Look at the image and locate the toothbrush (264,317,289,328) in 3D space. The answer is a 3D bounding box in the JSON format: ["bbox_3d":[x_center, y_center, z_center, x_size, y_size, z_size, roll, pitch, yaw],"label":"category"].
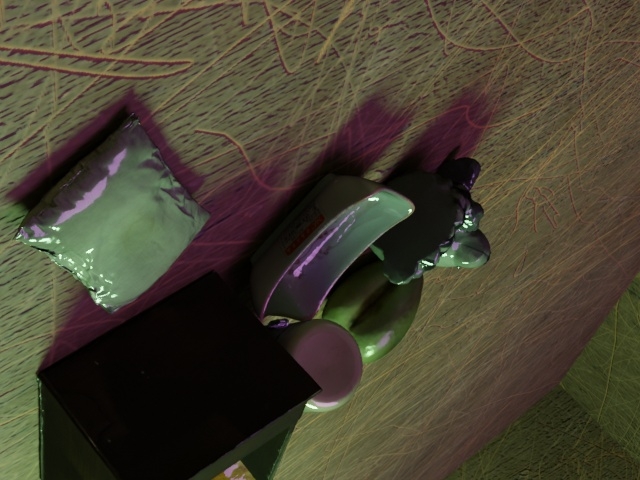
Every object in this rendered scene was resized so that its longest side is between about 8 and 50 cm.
[{"bbox_3d":[-0.095,0.112,1.378,0.014,0.011,0.167,9,163,-39],"label":"toothbrush"}]

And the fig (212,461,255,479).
[{"bbox_3d":[-0.124,0.279,1.628,0.257,0.159,0.159,-51,171,-46],"label":"fig"}]

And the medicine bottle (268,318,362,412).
[{"bbox_3d":[-0.052,0.166,1.441,0.114,0.114,0.252,-32,-173,-29],"label":"medicine bottle"}]

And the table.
[{"bbox_3d":[-0.177,0.233,1.321,0.250,0.196,0.282,-32,157,-32],"label":"table"}]

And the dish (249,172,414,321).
[{"bbox_3d":[0.000,0.000,1.364,0.212,0.077,0.151,-47,158,13],"label":"dish"}]

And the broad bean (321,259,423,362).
[{"bbox_3d":[0.083,0.103,1.701,0.189,0.121,0.263,-50,174,3],"label":"broad bean"}]

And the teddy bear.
[{"bbox_3d":[0.171,-0.030,1.544,0.251,0.144,0.171,-6,123,-63],"label":"teddy bear"}]

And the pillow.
[{"bbox_3d":[-0.185,-0.015,1.036,0.148,0.050,0.230,-48,161,-9],"label":"pillow"}]
